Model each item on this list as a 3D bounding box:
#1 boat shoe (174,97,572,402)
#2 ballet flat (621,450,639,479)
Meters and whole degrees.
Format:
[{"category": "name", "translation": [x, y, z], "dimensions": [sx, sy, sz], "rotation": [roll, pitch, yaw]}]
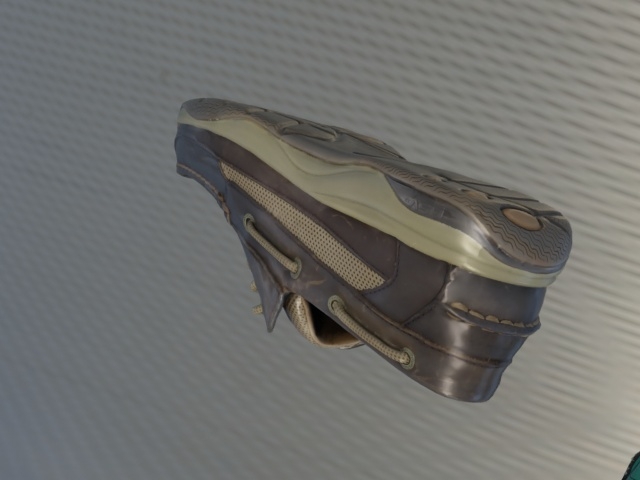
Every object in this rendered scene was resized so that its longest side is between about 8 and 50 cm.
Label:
[{"category": "boat shoe", "translation": [0.000, 0.000, 1.003], "dimensions": [0.132, 0.130, 0.355], "rotation": [13, -173, -32]}, {"category": "ballet flat", "translation": [0.263, 0.218, 1.287], "dimensions": [0.091, 0.241, 0.077], "rotation": [23, 152, 51]}]
